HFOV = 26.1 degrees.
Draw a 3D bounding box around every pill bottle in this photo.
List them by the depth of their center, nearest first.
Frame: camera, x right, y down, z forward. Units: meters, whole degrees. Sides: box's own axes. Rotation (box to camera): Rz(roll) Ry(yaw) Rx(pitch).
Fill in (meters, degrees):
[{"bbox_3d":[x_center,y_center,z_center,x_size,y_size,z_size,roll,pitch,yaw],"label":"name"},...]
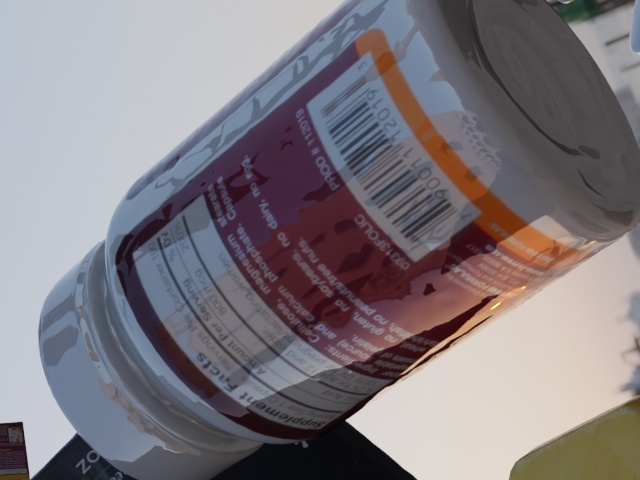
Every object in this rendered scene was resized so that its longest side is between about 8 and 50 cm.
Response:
[{"bbox_3d":[0.000,0.000,0.929,0.224,0.392,0.224,34,-145,-29],"label":"pill bottle"}]

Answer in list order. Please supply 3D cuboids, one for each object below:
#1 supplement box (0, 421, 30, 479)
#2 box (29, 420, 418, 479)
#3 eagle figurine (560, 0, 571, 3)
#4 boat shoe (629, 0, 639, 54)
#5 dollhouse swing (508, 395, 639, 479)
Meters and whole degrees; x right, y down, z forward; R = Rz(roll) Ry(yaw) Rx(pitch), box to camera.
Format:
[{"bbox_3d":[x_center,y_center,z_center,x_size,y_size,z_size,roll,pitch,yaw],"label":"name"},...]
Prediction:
[{"bbox_3d":[-0.346,0.240,1.488,0.083,0.055,0.043,-109,25,-45],"label":"supplement box"},{"bbox_3d":[-0.076,0.406,1.160,0.472,0.480,0.297,38,161,18],"label":"box"},{"bbox_3d":[0.211,-0.350,1.009,0.226,0.298,0.225,47,166,8],"label":"eagle figurine"},{"bbox_3d":[0.411,-0.304,1.447,0.084,0.258,0.095,22,-171,-12],"label":"boat shoe"},{"bbox_3d":[0.230,0.250,0.612,0.315,0.347,0.305,20,-95,-64],"label":"dollhouse swing"}]
